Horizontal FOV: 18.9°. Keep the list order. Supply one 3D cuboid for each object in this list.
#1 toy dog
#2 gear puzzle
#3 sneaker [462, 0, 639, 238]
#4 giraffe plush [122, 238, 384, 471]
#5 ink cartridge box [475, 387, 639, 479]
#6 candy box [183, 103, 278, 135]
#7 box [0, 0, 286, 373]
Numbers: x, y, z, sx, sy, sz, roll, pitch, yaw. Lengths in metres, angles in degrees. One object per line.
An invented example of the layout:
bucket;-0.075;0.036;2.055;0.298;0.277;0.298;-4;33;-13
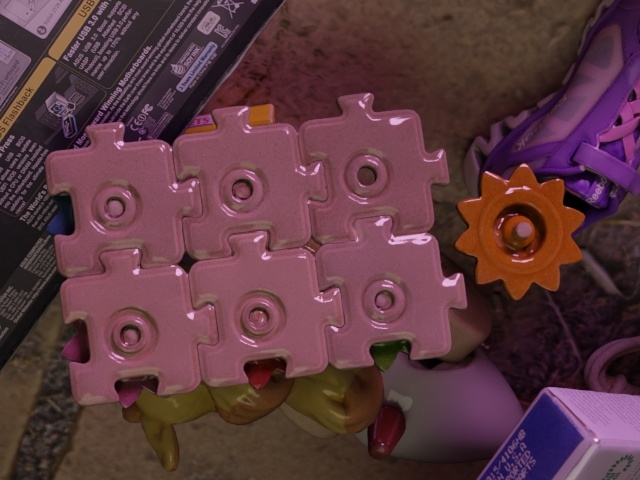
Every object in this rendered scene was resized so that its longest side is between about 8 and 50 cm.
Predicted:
toy dog;0.118;0.154;1.397;0.333;0.161;0.220;20;125;-14
gear puzzle;0.000;0.000;1.210;0.338;0.044;0.176;-7;85;-8
sneaker;0.189;-0.074;1.262;0.095;0.104;0.236;31;120;-19
giraffe plush;-0.072;0.071;1.318;0.210;0.181;0.170;24;139;-14
ink cartridge box;0.184;0.251;1.373;0.330;0.071;0.324;10;120;-47
candy box;-0.123;-0.032;1.344;0.205;0.027;0.105;-9;124;7
box;-0.254;-0.112;1.221;0.318;0.097;0.395;29;117;-20
